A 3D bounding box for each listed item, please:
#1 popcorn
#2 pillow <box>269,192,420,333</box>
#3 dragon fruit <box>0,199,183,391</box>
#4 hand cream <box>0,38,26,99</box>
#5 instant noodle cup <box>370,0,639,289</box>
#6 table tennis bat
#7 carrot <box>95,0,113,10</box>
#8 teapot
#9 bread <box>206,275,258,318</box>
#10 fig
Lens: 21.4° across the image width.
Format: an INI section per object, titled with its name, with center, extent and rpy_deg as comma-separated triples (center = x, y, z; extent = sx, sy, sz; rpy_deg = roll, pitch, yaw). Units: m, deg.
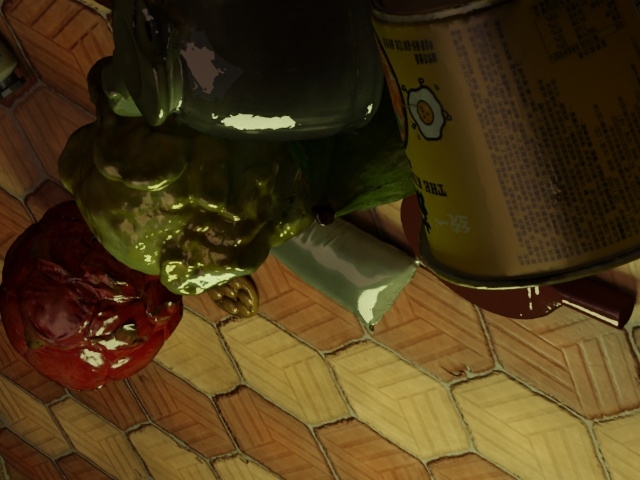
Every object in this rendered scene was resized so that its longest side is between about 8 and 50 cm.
[popcorn]
center = -0.160, -0.096, 2.018
extent = 0.312, 0.312, 0.312
rpy_deg = 30, 148, 21
[pillow]
center = 0.000, -0.001, 2.148
extent = 0.254, 0.078, 0.144
rpy_deg = 37, 138, 9
[dragon fruit]
center = -0.332, 0.076, 2.443
extent = 0.277, 0.277, 0.342
rpy_deg = 42, 141, 0
[hand cream]
center = -0.512, -0.319, 2.362
extent = 0.276, 0.059, 0.095
rpy_deg = 53, 147, -10
[instant noodle cup]
center = 0.199, -0.142, 1.514
extent = 0.325, 0.325, 0.254
rpy_deg = 3, 124, 48
[table tennis bat]
center = 0.219, 0.027, 1.961
extent = 0.310, 0.038, 0.200
rpy_deg = 24, 146, 29
[carrot]
center = -0.159, -0.280, 1.938
extent = 0.302, 0.114, 0.114
rpy_deg = 28, 148, 26
[teapot]
center = -0.096, -0.214, 1.658
extent = 0.321, 0.239, 0.240
rpy_deg = -141, 41, -63
[bread]
center = -0.132, 0.069, 2.445
extent = 0.110, 0.024, 0.110
rpy_deg = 29, 147, 21
[fig]
center = 0.026, -0.105, 1.822
extent = 0.203, 0.235, 0.203
rpy_deg = 26, 149, 17
